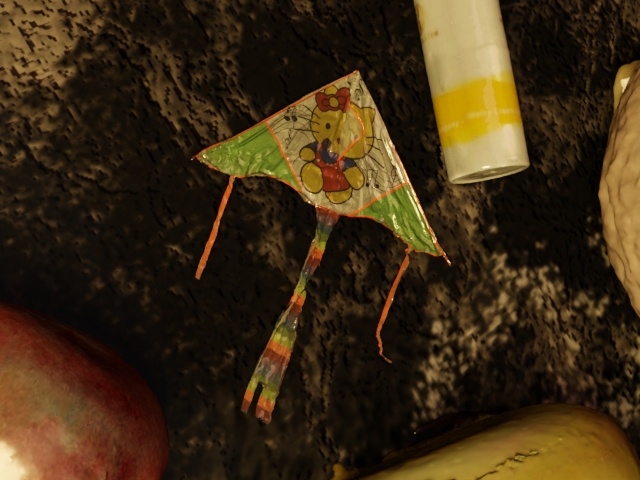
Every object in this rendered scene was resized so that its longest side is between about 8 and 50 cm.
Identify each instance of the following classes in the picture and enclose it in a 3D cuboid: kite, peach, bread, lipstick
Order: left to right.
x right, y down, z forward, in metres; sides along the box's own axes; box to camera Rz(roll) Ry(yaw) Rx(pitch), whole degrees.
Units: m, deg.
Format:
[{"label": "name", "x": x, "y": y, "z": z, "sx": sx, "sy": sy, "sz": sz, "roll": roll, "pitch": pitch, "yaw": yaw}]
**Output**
[{"label": "peach", "x": -0.143, "y": 0.104, "z": 0.575, "sx": 0.152, "sy": 0.152, "sz": 0.152, "roll": 7, "pitch": 76, "yaw": -31}, {"label": "kite", "x": 0.000, "y": 0.000, "z": 0.769, "sx": 0.198, "sy": 0.006, "sz": 0.244, "roll": 26, "pitch": 67, "yaw": -26}, {"label": "lipstick", "x": 0.090, "y": -0.173, "z": 0.832, "sx": 0.059, "sy": 0.059, "sz": 0.264, "roll": -7, "pitch": 82, "yaw": -33}, {"label": "bread", "x": 0.108, "y": 0.180, "z": 0.709, "sx": 0.261, "sy": 0.156, "sz": 0.158, "roll": -14, "pitch": 86, "yaw": -33}]

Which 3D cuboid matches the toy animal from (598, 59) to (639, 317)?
[{"label": "toy animal", "x": 0.302, "y": -0.041, "z": 0.862, "sx": 0.226, "sy": 0.188, "sz": 0.358, "roll": 28, "pitch": 66, "yaw": -13}]
